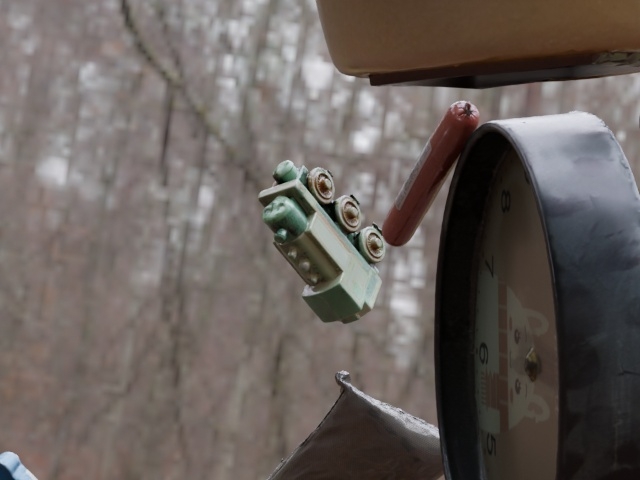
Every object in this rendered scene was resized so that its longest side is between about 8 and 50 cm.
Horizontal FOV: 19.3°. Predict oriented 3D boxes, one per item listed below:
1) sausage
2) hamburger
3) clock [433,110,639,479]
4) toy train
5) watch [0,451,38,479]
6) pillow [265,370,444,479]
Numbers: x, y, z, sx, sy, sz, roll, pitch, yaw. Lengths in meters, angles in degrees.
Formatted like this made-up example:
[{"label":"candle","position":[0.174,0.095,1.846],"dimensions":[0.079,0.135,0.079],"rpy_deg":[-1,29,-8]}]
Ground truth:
[{"label":"sausage","position":[0.088,-0.052,1.540],"dimensions":[0.029,0.029,0.223],"rpy_deg":[10,-31,-11]},{"label":"hamburger","position":[0.130,-0.184,1.130],"dimensions":[0.302,0.170,0.302],"rpy_deg":[-3,1,0]},{"label":"clock","position":[0.162,0.093,1.417],"dimensions":[0.076,0.386,0.386],"rpy_deg":[-1,-9,-9]},{"label":"toy train","position":[0.000,0.000,2.182],"dimensions":[0.080,0.125,0.194],"rpy_deg":[-19,-55,35]},{"label":"watch","position":[-0.418,0.355,2.160],"dimensions":[0.211,0.193,0.211],"rpy_deg":[20,-45,21]},{"label":"pillow","position":[0.014,0.253,1.863],"dimensions":[0.169,0.255,0.059],"rpy_deg":[32,25,-13]}]
